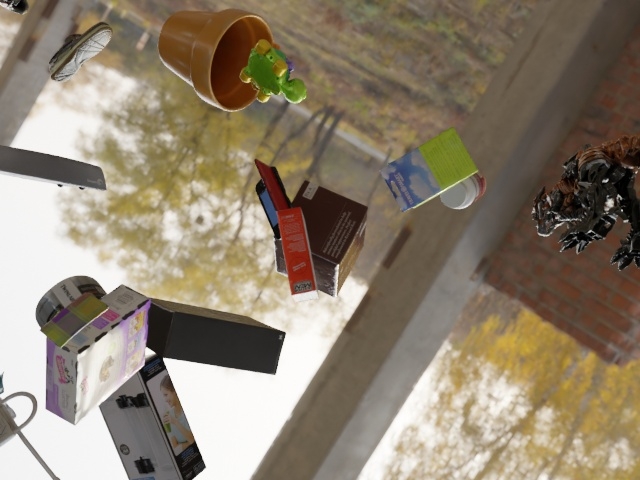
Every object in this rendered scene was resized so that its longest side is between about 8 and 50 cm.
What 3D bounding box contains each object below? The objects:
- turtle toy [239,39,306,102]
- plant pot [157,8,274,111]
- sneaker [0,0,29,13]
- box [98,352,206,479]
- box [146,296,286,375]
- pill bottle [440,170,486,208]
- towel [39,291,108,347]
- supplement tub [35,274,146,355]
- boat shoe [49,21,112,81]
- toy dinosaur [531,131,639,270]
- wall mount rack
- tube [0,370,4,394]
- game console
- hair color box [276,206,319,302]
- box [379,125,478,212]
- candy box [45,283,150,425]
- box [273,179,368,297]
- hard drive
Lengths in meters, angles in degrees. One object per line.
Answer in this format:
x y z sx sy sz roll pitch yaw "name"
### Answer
-0.079 -0.294 1.533 0.130 0.095 0.066 50 -134 10 "turtle toy"
-0.232 -0.397 1.822 0.187 0.205 0.205 25 -179 29 "plant pot"
-0.477 -0.387 1.298 0.065 0.061 0.158 41 179 5 "sneaker"
-0.389 0.408 1.936 0.087 0.169 0.290 -30 -77 -57 "box"
-0.233 0.200 1.815 0.261 0.103 0.184 15 176 -31 "box"
0.338 -0.124 2.074 0.086 0.086 0.152 33 -155 15 "pill bottle"
-0.320 0.102 1.129 0.060 0.083 0.009 24 146 43 "towel"
-0.582 0.254 2.235 0.316 0.194 0.193 44 -170 29 "supplement tub"
-0.439 -0.348 1.558 0.049 0.152 0.056 61 -160 16 "boat shoe"
0.462 -0.085 1.432 0.164 0.219 0.322 4 149 -4 "toy dinosaur"
-0.811 0.554 2.141 0.304 0.350 0.131 42 160 33 "wall mount rack"
-0.472 0.222 1.031 0.052 0.207 0.080 66 166 -22 "tube"
-0.113 -0.085 1.847 0.085 0.124 0.144 -7 -115 -40 "game console"
-0.037 0.024 1.411 0.072 0.043 0.141 75 -176 -75 "hair color box"
0.226 -0.146 1.805 0.109 0.178 0.042 61 -169 6 "box"
-0.385 0.195 1.500 0.070 0.165 0.196 24 -146 17 "candy box"
0.000 0.000 2.030 0.167 0.169 0.203 24 157 10 "box"
-0.547 -0.138 1.624 0.172 0.054 0.254 8 179 44 "hard drive"
